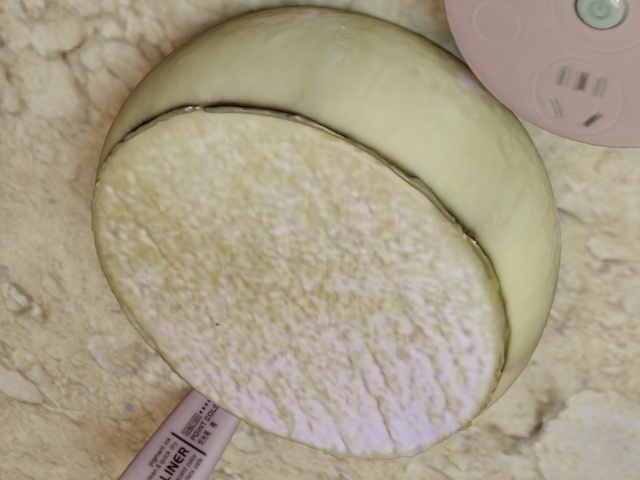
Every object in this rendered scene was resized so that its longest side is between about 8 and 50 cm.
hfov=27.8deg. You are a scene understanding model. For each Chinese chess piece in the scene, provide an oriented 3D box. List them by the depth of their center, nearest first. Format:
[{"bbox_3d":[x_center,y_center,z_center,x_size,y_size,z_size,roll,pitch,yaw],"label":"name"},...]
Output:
[{"bbox_3d":[0.000,0.000,0.736,0.270,0.112,0.270,17,134,18],"label":"Chinese chess piece"}]

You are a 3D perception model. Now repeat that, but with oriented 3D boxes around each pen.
[{"bbox_3d":[-0.112,0.169,0.884,0.053,0.197,0.032,32,137,2],"label":"pen"}]

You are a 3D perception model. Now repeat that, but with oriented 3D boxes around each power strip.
[{"bbox_3d":[0.133,-0.122,0.577,0.154,0.078,0.154,17,134,18],"label":"power strip"}]
